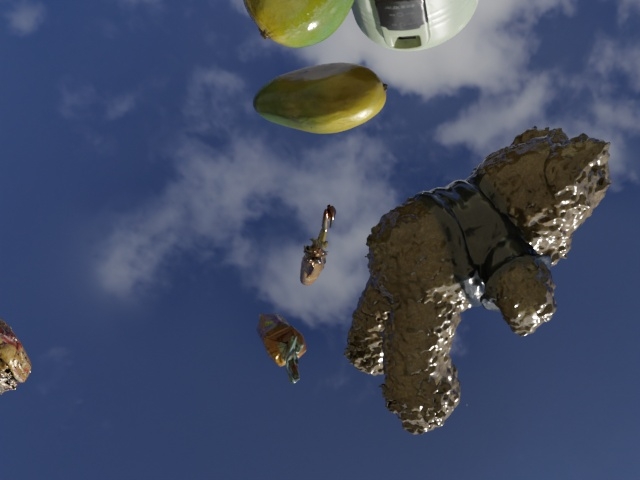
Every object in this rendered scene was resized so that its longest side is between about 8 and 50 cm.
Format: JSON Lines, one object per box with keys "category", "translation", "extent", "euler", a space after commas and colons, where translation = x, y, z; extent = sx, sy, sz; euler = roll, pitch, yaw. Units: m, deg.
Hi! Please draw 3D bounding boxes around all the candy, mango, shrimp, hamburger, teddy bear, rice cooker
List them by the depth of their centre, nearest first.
{"category": "teddy bear", "translation": [0.096, 0.017, 0.466], "extent": [0.251, 0.129, 0.182], "euler": [-51, -149, 12]}
{"category": "mango", "translation": [-0.017, -0.281, 0.611], "extent": [0.122, 0.085, 0.191], "euler": [2, -74, -19]}
{"category": "candy", "translation": [-0.047, 0.119, 0.783], "extent": [0.046, 0.182, 0.053], "euler": [-31, -75, -9]}
{"category": "shrimp", "translation": [0.001, 0.000, 0.939], "extent": [0.034, 0.178, 0.124], "euler": [19, -106, 3]}
{"category": "rice cooker", "translation": [0.136, -0.424, 0.977], "extent": [0.226, 0.244, 0.226], "euler": [-5, -116, 11]}
{"category": "mango", "translation": [-0.002, -0.229, 1.023], "extent": [0.137, 0.091, 0.237], "euler": [-35, -144, -28]}
{"category": "hamburger", "translation": [-0.660, 0.195, 1.258], "extent": [0.231, 0.231, 0.107], "euler": [34, -128, 18]}
